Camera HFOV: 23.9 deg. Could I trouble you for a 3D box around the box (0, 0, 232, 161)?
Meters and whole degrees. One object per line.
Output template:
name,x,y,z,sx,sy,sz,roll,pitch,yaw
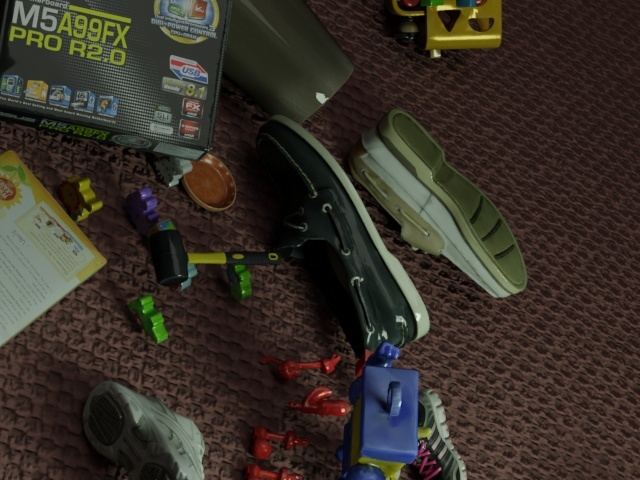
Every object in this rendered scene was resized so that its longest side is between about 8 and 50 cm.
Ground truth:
box,-0.250,-0.227,1.796,0.270,0.060,0.216,12,76,-17

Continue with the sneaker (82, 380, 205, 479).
sneaker,-0.155,0.238,1.621,0.115,0.090,0.232,7,37,-47

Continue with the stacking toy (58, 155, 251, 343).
stacking toy,-0.192,0.001,1.802,0.167,0.052,0.221,-24,83,-43

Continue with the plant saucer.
plant saucer,-0.143,-0.073,1.906,0.083,0.013,0.083,25,48,-31

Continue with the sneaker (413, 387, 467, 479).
sneaker,0.127,0.263,1.892,0.074,0.063,0.170,7,55,-37

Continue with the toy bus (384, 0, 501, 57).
toy bus,0.172,-0.325,2.255,0.191,0.202,0.104,-12,103,-50

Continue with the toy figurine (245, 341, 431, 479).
toy figurine,0.033,0.237,1.687,0.191,0.217,0.363,14,54,-11

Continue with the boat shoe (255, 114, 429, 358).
boat shoe,-0.001,0.002,1.910,0.113,0.127,0.340,-31,88,-23

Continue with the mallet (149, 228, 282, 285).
mallet,-0.123,0.012,1.794,0.189,0.039,0.062,-9,76,-45

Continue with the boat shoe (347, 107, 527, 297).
boat shoe,0.161,-0.036,2.073,0.302,0.103,0.113,52,31,0

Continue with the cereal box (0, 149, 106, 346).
cereal box,-0.368,0.024,1.640,0.173,0.047,0.240,51,45,-2

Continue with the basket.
basket,-0.076,-0.269,1.993,0.227,0.154,0.204,47,30,-12
